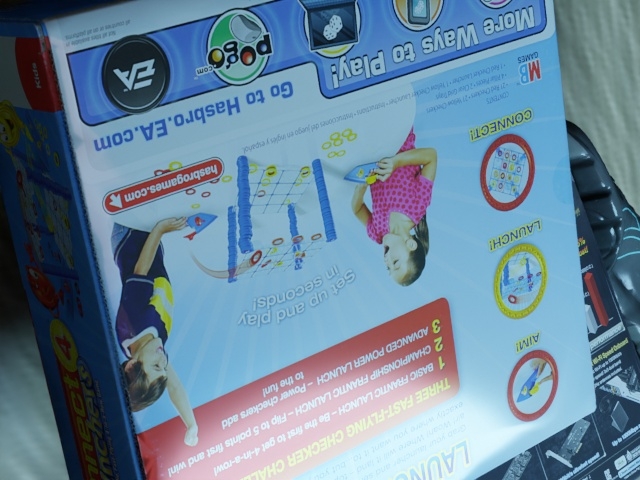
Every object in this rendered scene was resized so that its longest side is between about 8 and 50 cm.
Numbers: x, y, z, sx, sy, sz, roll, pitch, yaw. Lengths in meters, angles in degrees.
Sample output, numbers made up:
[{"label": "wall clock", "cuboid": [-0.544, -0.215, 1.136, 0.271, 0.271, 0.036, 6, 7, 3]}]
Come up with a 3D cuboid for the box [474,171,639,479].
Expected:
[{"label": "box", "cuboid": [0.078, 0.098, 0.903, 0.307, 0.076, 0.242, -26, 97, -35]}]

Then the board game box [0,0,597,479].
[{"label": "board game box", "cuboid": [0.000, 0.000, 0.716, 0.308, 0.086, 0.302, -21, 111, -34]}]

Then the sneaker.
[{"label": "sneaker", "cuboid": [0.208, 0.001, 1.086, 0.267, 0.101, 0.106, 64, 32, -36]}]
